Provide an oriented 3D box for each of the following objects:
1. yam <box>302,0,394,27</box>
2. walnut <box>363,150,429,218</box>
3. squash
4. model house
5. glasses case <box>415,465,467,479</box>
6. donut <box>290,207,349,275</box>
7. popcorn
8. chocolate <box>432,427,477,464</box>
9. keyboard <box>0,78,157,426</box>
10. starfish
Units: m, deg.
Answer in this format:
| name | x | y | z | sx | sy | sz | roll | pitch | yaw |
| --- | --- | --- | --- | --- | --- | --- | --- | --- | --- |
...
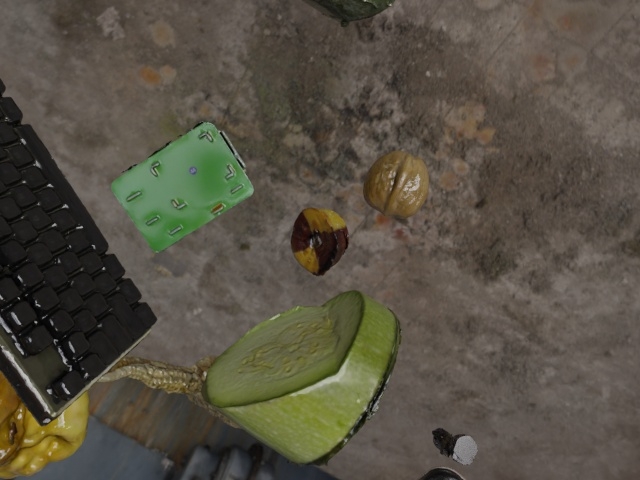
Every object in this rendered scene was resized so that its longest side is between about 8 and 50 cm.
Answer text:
| name | x | y | z | sx | sy | sz | roll | pitch | yaw |
| --- | --- | --- | --- | --- | --- | --- | --- | --- | --- |
| yam | -0.028 | -0.418 | 0.747 | 0.195 | 0.195 | 0.300 | -29 | 151 | 35 |
| walnut | 0.184 | -0.135 | 1.428 | 0.167 | 0.166 | 0.149 | 25 | 173 | -1 |
| squash | -0.013 | 0.133 | 0.686 | 0.133 | 0.220 | 0.220 | 44 | 128 | -14 |
| model house | -0.379 | -0.150 | 1.737 | 0.358 | 0.313 | 0.242 | -34 | 94 | 3 |
| glasses case | 0.161 | 0.556 | 1.127 | 0.314 | 0.075 | 0.122 | -45 | 79 | 9 |
| donut | 0.000 | 0.000 | 1.214 | 0.140 | 0.059 | 0.140 | 13 | 109 | 42 |
| popcorn | -0.502 | 0.231 | 0.819 | 0.316 | 0.281 | 0.297 | -8 | 147 | 44 |
| chocolate | 0.282 | 0.450 | 1.308 | 0.147 | 0.070 | 0.072 | 139 | 114 | -67 |
| keyboard | -0.191 | -0.062 | 0.293 | 0.027 | 0.106 | 0.317 | -25 | 102 | 25 |
| starfish | -0.213 | 0.300 | 1.173 | 0.324 | 0.432 | 0.082 | 20 | 88 | 23 |
